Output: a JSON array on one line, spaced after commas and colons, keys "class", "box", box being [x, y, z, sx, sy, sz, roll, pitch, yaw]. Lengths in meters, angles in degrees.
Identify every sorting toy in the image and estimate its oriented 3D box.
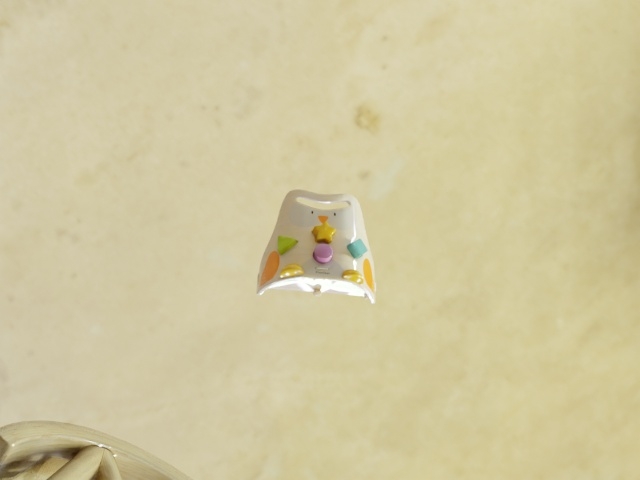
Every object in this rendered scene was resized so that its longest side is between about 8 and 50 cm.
[{"class": "sorting toy", "box": [0.000, 0.000, 1.036, 0.083, 0.075, 0.045, 4, 153, -5]}]

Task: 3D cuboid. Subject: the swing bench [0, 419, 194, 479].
[{"class": "swing bench", "box": [-0.201, 0.263, 0.889, 0.165, 0.254, 0.253, 32, 105, -14]}]
